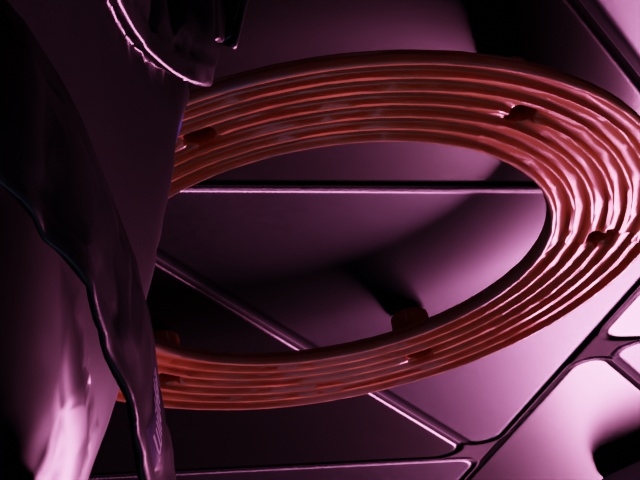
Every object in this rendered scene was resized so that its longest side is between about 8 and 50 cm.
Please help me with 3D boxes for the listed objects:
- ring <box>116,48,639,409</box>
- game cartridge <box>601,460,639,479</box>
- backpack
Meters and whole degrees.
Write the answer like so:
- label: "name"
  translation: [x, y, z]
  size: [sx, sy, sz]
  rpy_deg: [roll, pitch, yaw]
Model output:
- label: "ring"
  translation: [0.000, 0.000, 0.860]
  size: [0.337, 0.032, 0.336]
  rpy_deg: [-9, 152, -5]
- label: "game cartridge"
  translation: [0.362, 0.167, 1.280]
  size: [0.297, 0.062, 0.198]
  rpy_deg: [-21, 155, 19]
- label: "backpack"
  translation: [-0.137, -0.045, 0.514]
  size: [0.213, 0.276, 0.263]
  rpy_deg: [3, 149, 3]
